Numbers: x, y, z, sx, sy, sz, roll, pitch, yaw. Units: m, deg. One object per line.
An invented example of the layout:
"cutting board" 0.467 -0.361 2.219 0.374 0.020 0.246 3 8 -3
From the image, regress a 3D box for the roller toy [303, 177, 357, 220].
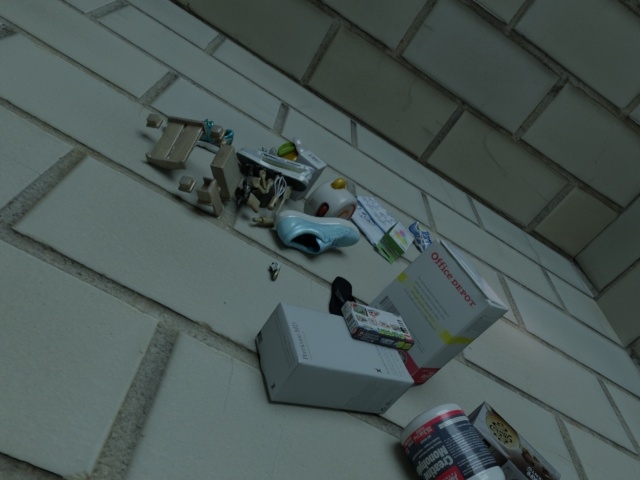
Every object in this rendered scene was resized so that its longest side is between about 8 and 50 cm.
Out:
"roller toy" 0.036 -0.139 2.145 0.146 0.191 0.209 47 -16 20

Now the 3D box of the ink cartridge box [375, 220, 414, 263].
"ink cartridge box" 0.331 0.006 2.365 0.109 0.062 0.209 50 36 -2

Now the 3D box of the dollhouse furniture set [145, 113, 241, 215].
"dollhouse furniture set" -0.475 -0.252 1.869 0.355 0.174 0.303 12 57 11

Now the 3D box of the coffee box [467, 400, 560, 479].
"coffee box" 0.545 0.651 1.591 0.297 0.119 0.168 45 27 15

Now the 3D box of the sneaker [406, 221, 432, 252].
"sneaker" 0.498 -0.001 2.602 0.211 0.081 0.080 48 27 18

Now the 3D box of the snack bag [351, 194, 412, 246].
"snack bag" 0.251 -0.097 2.509 0.342 0.037 0.323 -2 47 -51

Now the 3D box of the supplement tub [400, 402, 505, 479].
"supplement tub" 0.347 0.581 1.388 0.191 0.191 0.272 10 37 -41

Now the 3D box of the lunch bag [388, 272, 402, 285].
"lunch bag" 0.403 0.246 2.059 0.293 0.120 0.258 30 27 -13

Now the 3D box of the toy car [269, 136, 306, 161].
"toy car" -0.130 -0.356 2.376 0.182 0.159 0.136 -109 172 -48

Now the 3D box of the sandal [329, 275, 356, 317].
"sandal" 0.080 0.199 1.821 0.097 0.054 0.254 26 29 -20

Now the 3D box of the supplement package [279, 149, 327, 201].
"supplement package" -0.074 -0.269 2.237 0.105 0.179 0.105 39 27 5

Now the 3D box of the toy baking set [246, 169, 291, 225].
"toy baking set" -0.176 -0.147 1.959 0.030 0.197 0.256 2 -6 32

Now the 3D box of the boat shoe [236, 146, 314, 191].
"boat shoe" -0.183 -0.299 2.151 0.320 0.118 0.103 22 65 12

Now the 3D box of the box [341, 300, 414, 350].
"box" 0.164 0.244 1.536 0.207 0.036 0.114 19 30 -31

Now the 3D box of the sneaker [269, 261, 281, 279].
"sneaker" -0.151 0.098 1.743 0.037 0.032 0.083 19 24 -4

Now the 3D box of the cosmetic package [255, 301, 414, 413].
"cosmetic package" 0.035 0.324 1.458 0.385 0.156 0.217 19 30 -34

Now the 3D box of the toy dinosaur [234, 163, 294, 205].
"toy dinosaur" -0.222 -0.194 2.023 0.121 0.160 0.313 11 1 29

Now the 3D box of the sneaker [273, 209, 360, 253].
"sneaker" 0.000 0.000 1.980 0.365 0.135 0.150 7 46 -30

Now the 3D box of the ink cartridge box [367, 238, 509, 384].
"ink cartridge box" 0.350 0.230 1.710 0.160 0.385 0.279 19 31 -49

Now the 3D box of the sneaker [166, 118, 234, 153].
"sneaker" -0.468 -0.433 2.108 0.275 0.110 0.107 13 35 -37
